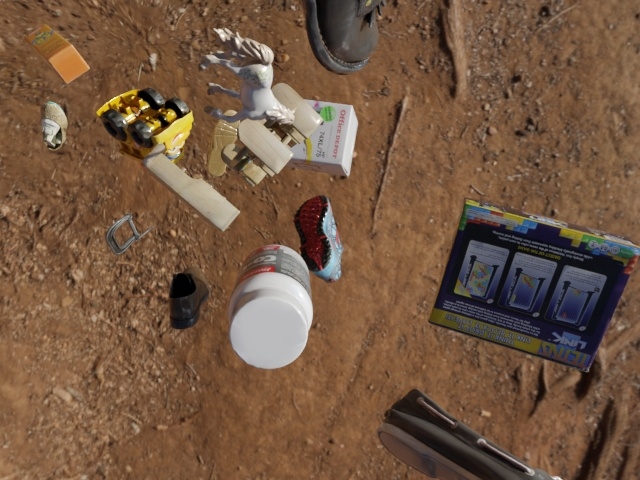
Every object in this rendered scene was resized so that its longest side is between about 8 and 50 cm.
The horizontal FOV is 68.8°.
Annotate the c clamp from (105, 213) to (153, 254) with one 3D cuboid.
[{"bbox_3d":[-0.546,-0.025,1.321,0.022,0.161,0.137,34,69,10],"label":"c clamp"}]

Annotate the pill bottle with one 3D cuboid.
[{"bbox_3d":[-0.097,0.120,0.928,0.161,0.283,0.161,-1,105,-3],"label":"pill bottle"}]

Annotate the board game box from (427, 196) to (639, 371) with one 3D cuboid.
[{"bbox_3d":[0.217,0.044,0.497,0.170,0.048,0.141,17,109,12],"label":"board game box"}]

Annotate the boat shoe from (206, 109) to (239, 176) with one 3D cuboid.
[{"bbox_3d":[-0.254,-0.250,1.181,0.063,0.059,0.170,15,104,-32],"label":"boat shoe"}]

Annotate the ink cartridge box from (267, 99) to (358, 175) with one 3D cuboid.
[{"bbox_3d":[-0.028,-0.343,1.556,0.270,0.197,0.198,9,89,10],"label":"ink cartridge box"}]

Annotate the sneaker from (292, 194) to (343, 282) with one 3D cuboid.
[{"bbox_3d":[0.000,0.000,1.211,0.104,0.262,0.125,-18,139,18],"label":"sneaker"}]

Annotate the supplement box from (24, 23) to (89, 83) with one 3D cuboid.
[{"bbox_3d":[-0.713,-0.504,1.257,0.078,0.233,0.080,-43,142,-14],"label":"supplement box"}]

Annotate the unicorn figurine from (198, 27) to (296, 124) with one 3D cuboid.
[{"bbox_3d":[-0.083,-0.178,0.563,0.111,0.162,0.060,7,78,-4],"label":"unicorn figurine"}]

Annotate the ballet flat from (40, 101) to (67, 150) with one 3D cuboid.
[{"bbox_3d":[-0.794,-0.329,1.388,0.073,0.206,0.067,15,66,-17],"label":"ballet flat"}]

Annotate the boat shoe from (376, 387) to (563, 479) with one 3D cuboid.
[{"bbox_3d":[0.229,0.296,0.603,0.095,0.335,0.112,-45,136,-29],"label":"boat shoe"}]

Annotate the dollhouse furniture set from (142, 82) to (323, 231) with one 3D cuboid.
[{"bbox_3d":[-0.153,-0.159,0.790,0.161,0.212,0.242,42,79,-14],"label":"dollhouse furniture set"}]

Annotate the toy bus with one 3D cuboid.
[{"bbox_3d":[-0.420,-0.251,1.183,0.149,0.220,0.211,-48,149,-35],"label":"toy bus"}]

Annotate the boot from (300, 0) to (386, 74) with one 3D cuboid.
[{"bbox_3d":[0.082,-0.219,0.313,0.229,0.263,0.091,-14,81,17],"label":"boot"}]

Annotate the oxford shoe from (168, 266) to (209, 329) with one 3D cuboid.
[{"bbox_3d":[-0.311,0.108,1.108,0.082,0.227,0.096,-5,113,-8],"label":"oxford shoe"}]
